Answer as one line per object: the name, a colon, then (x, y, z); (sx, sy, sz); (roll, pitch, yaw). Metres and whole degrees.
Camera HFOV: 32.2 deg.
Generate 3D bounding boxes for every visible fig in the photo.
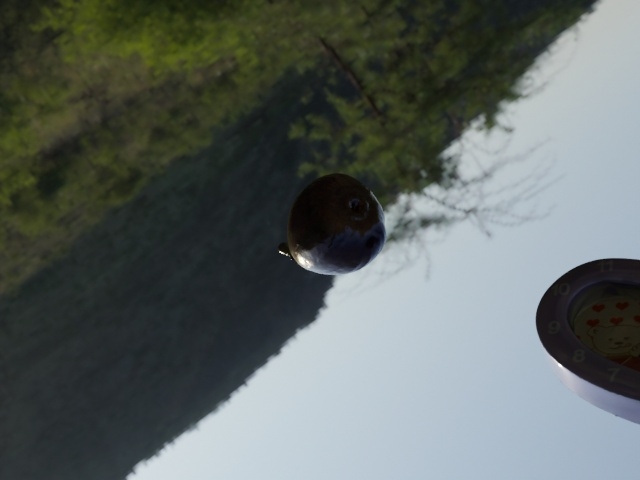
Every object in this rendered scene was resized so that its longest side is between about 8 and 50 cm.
fig: (0.000, 0.000, 0.972); (0.089, 0.089, 0.125); (-42, 179, -42)

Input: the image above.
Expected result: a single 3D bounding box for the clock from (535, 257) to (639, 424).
clock: (0.278, 0.086, 0.906); (0.198, 0.064, 0.172); (-9, -140, 23)
